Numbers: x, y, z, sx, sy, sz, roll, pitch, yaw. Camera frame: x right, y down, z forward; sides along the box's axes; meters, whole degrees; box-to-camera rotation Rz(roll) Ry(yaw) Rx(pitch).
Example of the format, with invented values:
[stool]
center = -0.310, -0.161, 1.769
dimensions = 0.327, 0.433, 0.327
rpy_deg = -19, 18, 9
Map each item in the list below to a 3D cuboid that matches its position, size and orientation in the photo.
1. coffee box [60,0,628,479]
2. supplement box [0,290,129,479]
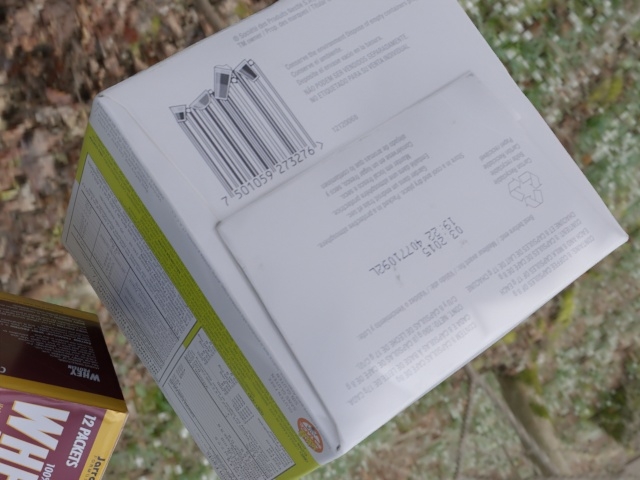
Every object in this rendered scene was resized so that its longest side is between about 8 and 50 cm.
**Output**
[coffee box]
center = 0.000, 0.000, 1.072
dimensions = 0.338, 0.338, 0.334
rpy_deg = -32, 171, -25
[supplement box]
center = -0.299, 0.143, 1.049
dimensions = 0.191, 0.194, 0.129
rpy_deg = 16, 107, -26
